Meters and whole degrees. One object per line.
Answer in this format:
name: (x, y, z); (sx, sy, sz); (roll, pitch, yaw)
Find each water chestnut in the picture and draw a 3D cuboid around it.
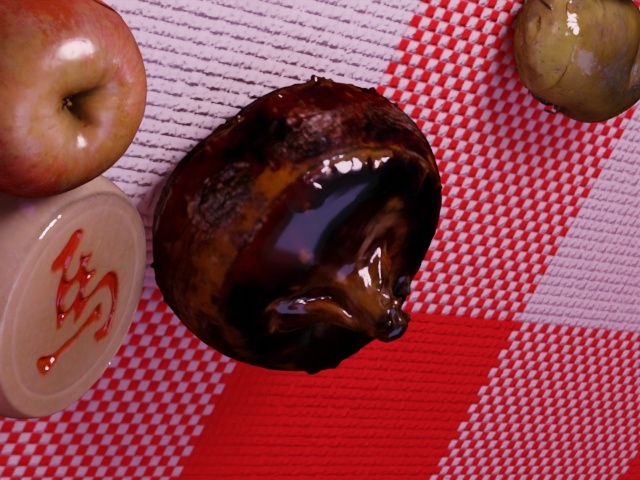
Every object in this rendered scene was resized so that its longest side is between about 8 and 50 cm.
water chestnut: (0.000, 0.000, 2.053); (0.350, 0.302, 0.350); (-22, 134, -24)

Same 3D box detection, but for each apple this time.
apple: (-0.264, -0.143, 1.793); (0.209, 0.164, 0.209); (-21, 123, -36)

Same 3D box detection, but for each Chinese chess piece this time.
Chinese chess piece: (-0.286, 0.051, 1.922); (0.273, 0.102, 0.273); (-43, 144, -42)

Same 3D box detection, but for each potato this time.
potato: (0.322, -0.229, 2.308); (0.248, 0.143, 0.169); (9, 112, -57)
